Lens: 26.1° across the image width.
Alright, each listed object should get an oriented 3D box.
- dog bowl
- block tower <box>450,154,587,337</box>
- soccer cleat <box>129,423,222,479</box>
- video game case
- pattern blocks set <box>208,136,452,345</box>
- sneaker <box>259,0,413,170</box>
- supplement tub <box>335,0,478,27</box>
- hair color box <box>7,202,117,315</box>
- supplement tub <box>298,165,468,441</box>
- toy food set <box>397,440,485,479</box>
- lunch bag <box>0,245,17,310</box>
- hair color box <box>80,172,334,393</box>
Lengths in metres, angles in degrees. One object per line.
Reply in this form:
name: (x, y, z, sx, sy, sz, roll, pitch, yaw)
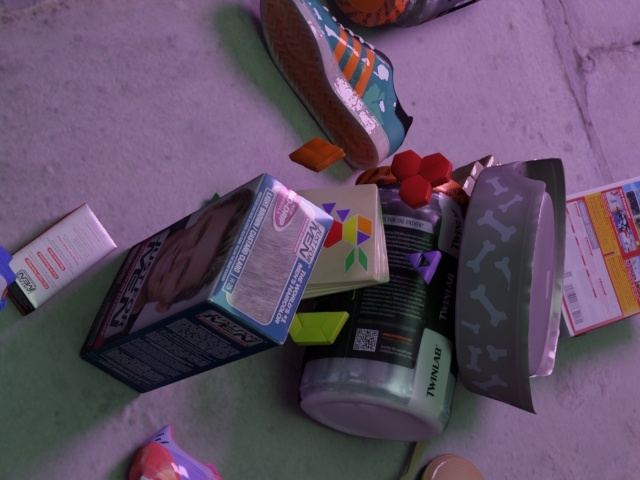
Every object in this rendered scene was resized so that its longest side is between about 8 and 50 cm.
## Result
dog bowl: (0.260, 0.056, 1.858, 0.349, 0.102, 0.349, 5, 90, -74)
block tower: (0.321, 0.007, 2.102, 0.335, 0.097, 0.091, 41, 59, -19)
soccer cleat: (-0.131, 0.335, 1.714, 0.248, 0.083, 0.095, 43, 53, -13)
video game case: (0.441, 0.019, 2.105, 0.285, 0.025, 0.204, -14, 84, -35)
pattern blocks set: (0.000, 0.000, 1.791, 0.026, 0.324, 0.286, 55, 42, -62)
sneaker: (0.026, -0.253, 1.977, 0.121, 0.108, 0.302, -43, 110, -35)
supplement tub: (0.169, -0.435, 2.066, 0.316, 0.193, 0.194, -26, 91, -36)
hair color box: (-0.325, 0.022, 1.692, 0.141, 0.043, 0.072, -40, 100, -36)
supplement tub: (0.096, 0.084, 1.858, 0.207, 0.207, 0.338, 24, 65, -27)
toy food set: (0.185, 0.367, 1.946, 0.192, 0.038, 0.132, 38, 52, -13)
lunch bag: (-0.546, 0.050, 1.396, 0.385, 0.239, 0.328, 37, 63, -11)
hair color box: (-0.141, 0.058, 1.618, 0.105, 0.347, 0.174, 34, 60, -22)
